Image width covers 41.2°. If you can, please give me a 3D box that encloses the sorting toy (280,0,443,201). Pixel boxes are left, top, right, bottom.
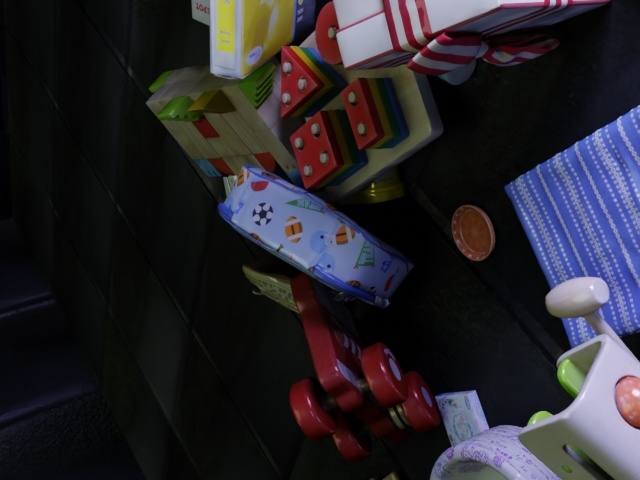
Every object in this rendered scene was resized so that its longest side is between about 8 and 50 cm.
[{"bbox_3d":[0.031,-0.218,1.248,0.257,0.089,0.256,-33,70,52],"label":"sorting toy"}]

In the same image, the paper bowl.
[{"bbox_3d":[0.295,0.399,1.201,0.284,0.148,0.284,34,133,46],"label":"paper bowl"}]

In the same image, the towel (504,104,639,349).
[{"bbox_3d":[0.362,-0.015,0.991,0.336,0.040,0.243,-36,74,58],"label":"towel"}]

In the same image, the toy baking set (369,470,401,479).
[{"bbox_3d":[0.163,0.554,1.615,0.196,0.030,0.256,-17,90,62],"label":"toy baking set"}]

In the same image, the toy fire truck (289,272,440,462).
[{"bbox_3d":[0.060,0.210,1.427,0.302,0.169,0.254,44,-157,-48],"label":"toy fire truck"}]

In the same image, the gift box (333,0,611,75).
[{"bbox_3d":[0.150,-0.320,0.977,0.276,0.255,0.258,-12,93,53],"label":"gift box"}]

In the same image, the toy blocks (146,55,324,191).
[{"bbox_3d":[-0.134,-0.195,1.540,0.381,0.191,0.261,2,139,48],"label":"toy blocks"}]

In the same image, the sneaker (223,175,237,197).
[{"bbox_3d":[-0.157,-0.170,1.718,0.091,0.094,0.258,-13,98,41],"label":"sneaker"}]

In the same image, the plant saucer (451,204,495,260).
[{"bbox_3d":[0.224,-0.012,1.238,0.083,0.013,0.084,33,131,48],"label":"plant saucer"}]

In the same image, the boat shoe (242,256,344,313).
[{"bbox_3d":[-0.060,0.097,1.661,0.285,0.104,0.089,20,119,52],"label":"boat shoe"}]

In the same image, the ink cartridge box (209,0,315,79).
[{"bbox_3d":[-0.075,-0.431,1.249,0.072,0.304,0.307,16,123,15],"label":"ink cartridge box"}]

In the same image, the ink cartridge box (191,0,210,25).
[{"bbox_3d":[-0.135,-0.502,1.465,0.201,0.117,0.278,35,134,46],"label":"ink cartridge box"}]

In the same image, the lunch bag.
[{"bbox_3d":[0.000,0.000,1.369,0.303,0.243,0.115,34,93,27],"label":"lunch bag"}]

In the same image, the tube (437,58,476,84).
[{"bbox_3d":[0.138,-0.284,1.211,0.207,0.052,0.080,46,124,46],"label":"tube"}]

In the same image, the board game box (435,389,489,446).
[{"bbox_3d":[0.231,0.289,1.372,0.090,0.020,0.090,-23,85,60],"label":"board game box"}]

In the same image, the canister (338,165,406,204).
[{"bbox_3d":[0.067,-0.148,1.364,0.126,0.073,0.170,2,105,56],"label":"canister"}]

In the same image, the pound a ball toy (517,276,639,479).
[{"bbox_3d":[0.371,0.197,0.937,0.319,0.208,0.136,42,145,-2],"label":"pound a ball toy"}]
